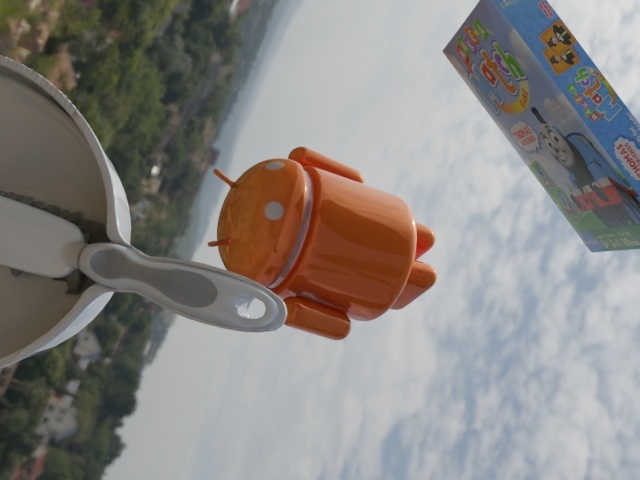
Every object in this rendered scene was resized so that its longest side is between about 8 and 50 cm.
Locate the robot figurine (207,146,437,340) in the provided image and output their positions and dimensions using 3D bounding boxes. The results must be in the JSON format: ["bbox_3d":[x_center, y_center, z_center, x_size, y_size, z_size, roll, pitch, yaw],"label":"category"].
[{"bbox_3d":[0.000,0.001,0.854,0.128,0.219,0.158,27,-81,68],"label":"robot figurine"}]

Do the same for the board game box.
[{"bbox_3d":[0.180,-0.087,0.696,0.039,0.211,0.160,-36,180,-4],"label":"board game box"}]

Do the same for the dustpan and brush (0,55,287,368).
[{"bbox_3d":[-0.106,0.003,0.380,0.060,0.211,0.147,44,63,-75],"label":"dustpan and brush"}]
